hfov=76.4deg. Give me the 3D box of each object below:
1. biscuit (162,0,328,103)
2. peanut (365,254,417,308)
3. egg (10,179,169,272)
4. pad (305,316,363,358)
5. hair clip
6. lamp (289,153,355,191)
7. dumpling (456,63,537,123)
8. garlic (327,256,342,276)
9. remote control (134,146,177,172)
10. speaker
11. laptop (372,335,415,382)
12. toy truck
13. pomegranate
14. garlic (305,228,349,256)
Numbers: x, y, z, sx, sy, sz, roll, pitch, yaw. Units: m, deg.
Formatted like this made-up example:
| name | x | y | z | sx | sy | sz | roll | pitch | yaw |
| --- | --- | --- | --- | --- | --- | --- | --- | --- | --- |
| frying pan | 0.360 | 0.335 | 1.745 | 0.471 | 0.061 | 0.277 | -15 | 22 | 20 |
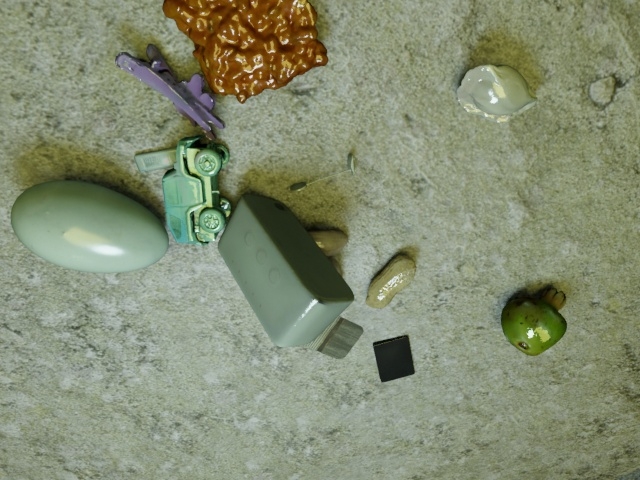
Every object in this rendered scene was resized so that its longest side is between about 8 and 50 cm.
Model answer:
| name | x | y | z | sx | sy | sz | roll | pitch | yaw |
| --- | --- | --- | --- | --- | --- | --- | --- | --- | --- |
| biscuit | -0.170 | -0.498 | 0.934 | 0.318 | 0.110 | 0.312 | -21 | 116 | 10 |
| peanut | 0.224 | 0.136 | 1.303 | 0.214 | 0.090 | 0.099 | -47 | 140 | 18 |
| egg | -0.591 | -0.029 | 1.067 | 0.371 | 0.230 | 0.230 | 18 | 113 | -19 |
| pad | 0.056 | 0.270 | 1.369 | 0.250 | 0.055 | 0.323 | 27 | 128 | -17 |
| hair clip | -0.347 | -0.371 | 0.993 | 0.278 | 0.090 | 0.137 | 36 | 130 | -21 |
| lamp | 0.004 | -0.186 | 1.145 | 0.198 | 0.050 | 0.056 | -18 | 119 | 2 |
| dumpling | 0.454 | -0.376 | 1.064 | 0.229 | 0.124 | 0.151 | 21 | 150 | -23 |
| garlic | -0.047 | 0.147 | 1.242 | 0.212 | 0.218 | 0.218 | 10 | 118 | 22 |
| remote control | -0.439 | -0.219 | 1.105 | 0.124 | 0.018 | 0.053 | -11 | 115 | 0 |
| speaker | -0.108 | 0.073 | 1.075 | 0.183 | 0.406 | 0.184 | 9 | 125 | -49 |
| laptop | 0.271 | 0.436 | 1.495 | 0.135 | 0.016 | 0.197 | -14 | 118 | 0 |
| toy truck | -0.322 | -0.132 | 1.073 | 0.156 | 0.155 | 0.278 | -1 | 110 | -4 |
| pomegranate | 0.713 | 0.252 | 1.355 | 0.159 | 0.190 | 0.241 | 45 | 107 | 3 |
| garlic | -0.006 | 0.005 | 1.207 | 0.196 | 0.101 | 0.087 | -6 | 107 | -7 |
